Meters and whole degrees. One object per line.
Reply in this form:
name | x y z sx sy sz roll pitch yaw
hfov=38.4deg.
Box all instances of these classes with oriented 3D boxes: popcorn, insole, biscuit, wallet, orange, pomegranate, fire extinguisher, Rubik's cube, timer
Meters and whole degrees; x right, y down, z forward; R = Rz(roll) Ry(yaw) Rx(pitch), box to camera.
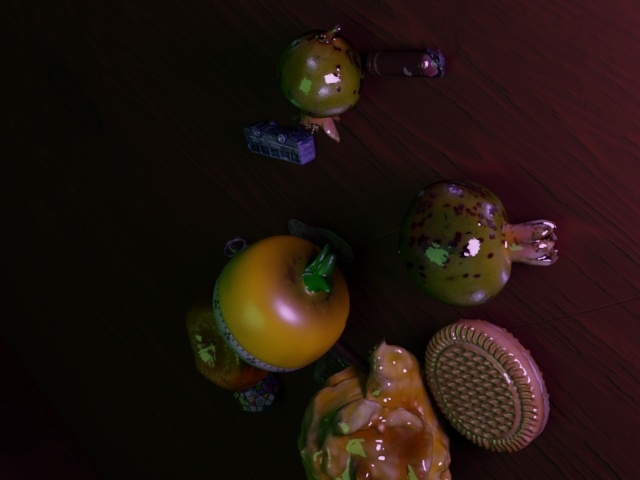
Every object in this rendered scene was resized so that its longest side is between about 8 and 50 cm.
popcorn | 0.097 0.369 1.694 0.279 0.274 0.336 -26 93 42
insole | 0.000 0.000 1.834 0.193 0.006 0.065 22 128 44
biscuit | 0.281 0.247 1.568 0.259 0.079 0.259 28 131 38
wallet | 0.078 0.305 1.893 0.230 0.042 0.124 37 131 29
orange | -0.193 0.204 2.058 0.249 0.183 0.249 18 118 38
pomegranate | 0.236 0.004 1.405 0.247 0.202 0.202 -5 110 21
fire extinguisher | 0.140 -0.279 1.451 0.158 0.043 0.064 14 152 48
pomegranate | 0.008 -0.266 1.565 0.156 0.156 0.220 41 170 29
Rubik's cube | -0.150 0.358 2.174 0.093 0.111 0.111 29 137 6
timer | -0.050 0.100 1.752 0.285 0.285 0.285 30 133 39

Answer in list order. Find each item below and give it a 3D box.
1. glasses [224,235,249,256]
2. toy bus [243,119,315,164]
glasses | -0.147 0.057 2.041 0.140 0.062 0.104 18 147 45
toy bus | -0.080 -0.191 1.783 0.166 0.047 0.065 19 129 44
